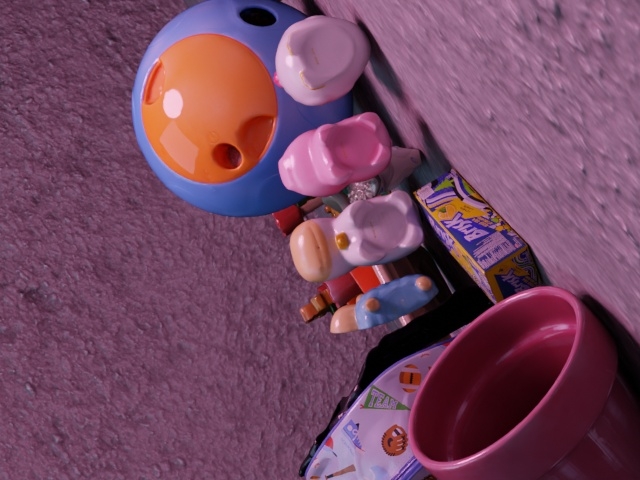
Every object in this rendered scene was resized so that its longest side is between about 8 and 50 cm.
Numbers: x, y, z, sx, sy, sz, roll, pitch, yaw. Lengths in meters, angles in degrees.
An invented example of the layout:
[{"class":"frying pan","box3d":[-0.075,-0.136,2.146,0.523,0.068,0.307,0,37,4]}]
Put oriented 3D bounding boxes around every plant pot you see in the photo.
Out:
[{"class":"plant pot","box3d":[0.210,0.174,1.117,0.180,0.201,0.201,43,-178,-19]}]

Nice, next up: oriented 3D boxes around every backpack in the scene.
[{"class":"backpack","box3d":[0.122,0.218,1.308,0.213,0.263,0.277,49,130,33]}]

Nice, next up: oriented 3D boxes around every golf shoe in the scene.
[{"class":"golf shoe","box3d":[0.074,-0.084,1.529,0.176,0.086,0.069,-166,56,-76]}]

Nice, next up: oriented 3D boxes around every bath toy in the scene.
[{"class":"bath toy","box3d":[0.023,-0.074,1.388,0.129,0.151,0.348,93,162,-86]}]

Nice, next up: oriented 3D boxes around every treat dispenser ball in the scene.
[{"class":"treat dispenser ball","box3d":[-0.101,-0.173,1.613,0.288,0.288,0.288,58,177,5]}]

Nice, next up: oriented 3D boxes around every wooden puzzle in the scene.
[{"class":"wooden puzzle","box3d":[0.136,0.109,1.697,0.348,0.080,0.322,58,-167,26]}]

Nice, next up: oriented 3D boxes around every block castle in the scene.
[{"class":"block castle","box3d":[0.000,0.000,2.355,0.303,0.212,0.453,58,176,7]}]

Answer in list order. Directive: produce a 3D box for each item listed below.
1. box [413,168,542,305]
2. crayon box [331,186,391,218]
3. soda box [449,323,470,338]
[{"class":"box","box3d":[0.161,-0.004,1.285,0.059,0.054,0.169,62,176,-38]},{"class":"crayon box","box3d":[0.096,-0.005,2.001,0.278,0.081,0.165,60,176,-19]},{"class":"soda box","box3d":[0.254,0.197,1.447,0.263,0.083,0.092,57,178,23]}]
